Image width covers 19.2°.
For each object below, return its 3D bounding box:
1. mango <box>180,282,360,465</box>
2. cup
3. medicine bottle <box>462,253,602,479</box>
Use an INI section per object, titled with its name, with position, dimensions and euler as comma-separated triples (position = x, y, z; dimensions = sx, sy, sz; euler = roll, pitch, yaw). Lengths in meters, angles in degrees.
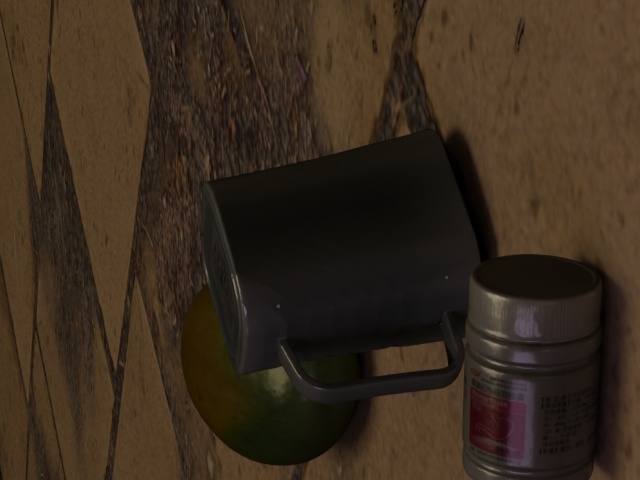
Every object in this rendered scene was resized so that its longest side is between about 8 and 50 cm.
[mango]
position = -0.032, 0.079, 1.219
dimensions = 0.194, 0.091, 0.130
euler = 166, 98, -66
[cup]
position = 0.015, 0.022, 0.955
dimensions = 0.095, 0.129, 0.128
euler = 99, 156, -61
[medicine bottle]
position = 0.091, 0.057, 0.814
dimensions = 0.058, 0.058, 0.091
euler = -131, 38, -65
